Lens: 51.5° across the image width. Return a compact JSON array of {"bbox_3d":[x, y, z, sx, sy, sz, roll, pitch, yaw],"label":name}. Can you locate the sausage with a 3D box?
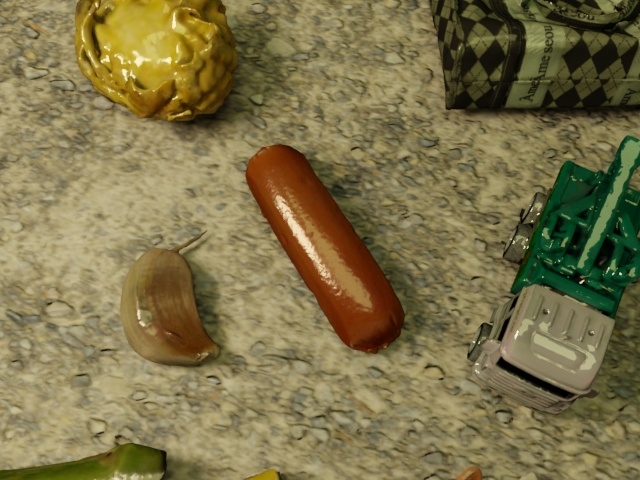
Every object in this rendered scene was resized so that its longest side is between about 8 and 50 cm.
[{"bbox_3d":[-0.001,0.000,0.938,0.097,0.094,0.348,-30,72,-9],"label":"sausage"}]

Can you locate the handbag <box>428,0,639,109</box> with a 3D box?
[{"bbox_3d":[0.391,-0.361,1.070,0.417,0.180,0.316,-1,55,-1],"label":"handbag"}]

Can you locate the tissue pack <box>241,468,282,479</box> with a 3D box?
[{"bbox_3d":[-0.110,0.357,0.790,0.169,0.082,0.119,-17,70,-9],"label":"tissue pack"}]

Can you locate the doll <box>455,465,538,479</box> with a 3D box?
[{"bbox_3d":[0.181,0.369,0.797,0.217,0.085,0.183,3,68,-19],"label":"doll"}]

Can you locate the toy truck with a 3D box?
[{"bbox_3d":[0.332,0.042,0.889,0.177,0.178,0.363,26,71,9],"label":"toy truck"}]

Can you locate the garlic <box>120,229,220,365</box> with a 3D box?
[{"bbox_3d":[-0.210,0.077,0.916,0.129,0.090,0.198,-2,60,-19],"label":"garlic"}]

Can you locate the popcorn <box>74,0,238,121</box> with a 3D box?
[{"bbox_3d":[-0.238,-0.290,1.006,0.250,0.190,0.250,3,67,-8],"label":"popcorn"}]

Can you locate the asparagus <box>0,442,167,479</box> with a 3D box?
[{"bbox_3d":[-0.353,0.308,0.805,0.343,0.085,0.082,-8,64,-4],"label":"asparagus"}]
